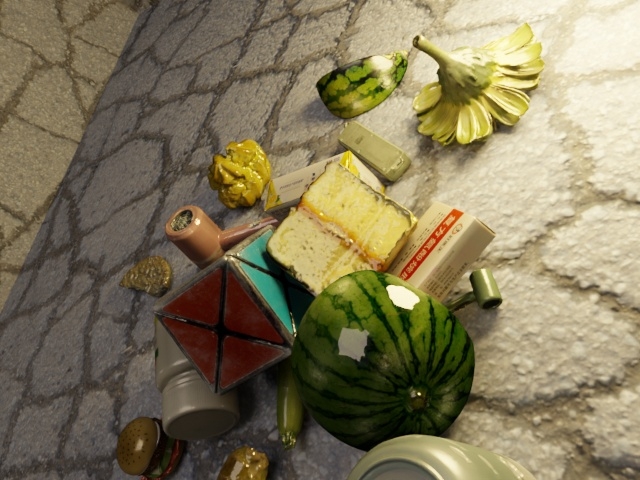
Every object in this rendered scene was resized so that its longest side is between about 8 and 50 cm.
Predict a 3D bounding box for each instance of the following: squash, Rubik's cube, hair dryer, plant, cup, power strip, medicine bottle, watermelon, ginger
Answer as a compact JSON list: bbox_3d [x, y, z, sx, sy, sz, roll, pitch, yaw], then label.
[{"bbox_3d":[-0.067,0.345,1.169,0.066,0.066,0.252,-23,51,31],"label":"squash"},{"bbox_3d":[-0.172,0.147,1.184,0.255,0.259,0.260,-32,8,22],"label":"Rubik's cube"},{"bbox_3d":[0.282,0.120,1.019,0.150,0.047,0.071,-39,42,33],"label":"hair dryer"},{"bbox_3d":[0.315,-0.375,1.182,0.305,0.297,0.261,-62,9,16],"label":"plant"},{"bbox_3d":[-0.240,-0.030,1.475,0.353,0.210,0.125,-17,49,16],"label":"hair dryer"},{"bbox_3d":[0.141,0.423,0.781,0.357,0.274,0.259,-2,64,41],"label":"cup"},{"bbox_3d":[0.138,-0.236,1.351,0.078,0.052,0.272,-51,44,6],"label":"power strip"},{"bbox_3d":[-0.310,0.305,1.307,0.208,0.208,0.339,-35,47,22],"label":"medicine bottle"},{"bbox_3d":[0.089,-0.457,1.472,0.304,0.128,0.159,-15,56,35],"label":"watermelon"},{"bbox_3d":[-0.183,0.578,1.107,0.109,0.117,0.262,120,159,-68],"label":"ginger"},{"bbox_3d":[0.107,0.225,0.867,0.330,0.331,0.189,-55,3,1],"label":"watermelon"}]

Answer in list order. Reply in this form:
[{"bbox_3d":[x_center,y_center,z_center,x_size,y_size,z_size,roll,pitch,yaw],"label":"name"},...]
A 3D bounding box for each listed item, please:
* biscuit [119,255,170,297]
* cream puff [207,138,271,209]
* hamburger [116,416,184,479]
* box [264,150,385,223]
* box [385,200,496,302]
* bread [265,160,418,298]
[{"bbox_3d":[-0.597,0.119,1.805,0.290,0.038,0.141,5,68,42],"label":"biscuit"},{"bbox_3d":[-0.255,-0.209,1.601,0.195,0.195,0.221,27,88,47],"label":"cream puff"},{"bbox_3d":[-0.450,0.536,1.348,0.175,0.137,0.175,-21,50,28],"label":"hamburger"},{"bbox_3d":[0.010,-0.107,1.306,0.265,0.168,0.097,-16,52,37],"label":"box"},{"bbox_3d":[0.176,0.087,1.045,0.353,0.069,0.214,-53,13,6],"label":"box"},{"bbox_3d":[0.038,-0.009,1.085,0.263,0.236,0.198,-52,6,-1],"label":"bread"}]
